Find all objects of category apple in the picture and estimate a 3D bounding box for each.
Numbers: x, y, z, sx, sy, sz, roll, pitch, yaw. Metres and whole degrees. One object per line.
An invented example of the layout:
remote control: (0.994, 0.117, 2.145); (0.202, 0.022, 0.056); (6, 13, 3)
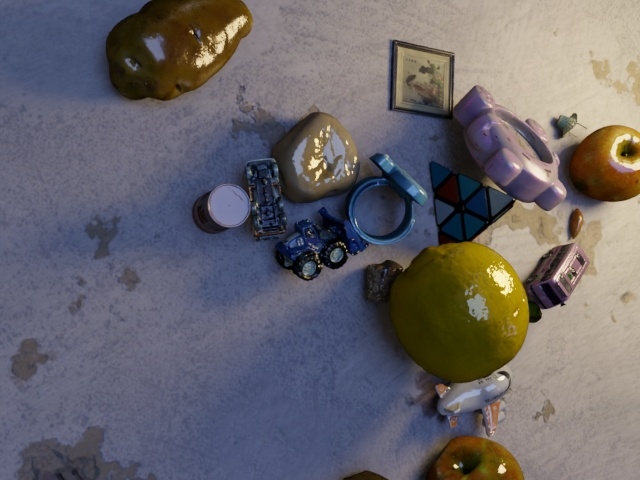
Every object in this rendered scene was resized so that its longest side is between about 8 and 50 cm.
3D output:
apple: (0.392, 0.629, 1.772); (0.246, 0.246, 0.226); (-36, 118, -22)
apple: (0.842, -0.214, 2.047); (0.237, 0.207, 0.236); (4, 69, -10)

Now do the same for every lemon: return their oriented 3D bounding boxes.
lemon: (0.331, 0.169, 1.686); (0.348, 0.348, 0.347); (2, 84, -23)

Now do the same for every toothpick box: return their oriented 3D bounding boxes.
toothpick box: (-0.225, -0.070, 1.591); (0.098, 0.149, 0.098); (2, 84, -23)

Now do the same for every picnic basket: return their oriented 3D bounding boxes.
picnic basket: (0.733, -0.335, 2.075); (0.083, 0.065, 0.083); (26, 70, 3)

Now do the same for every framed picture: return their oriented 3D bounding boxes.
framed picture: (0.278, -0.434, 1.915); (0.195, 0.010, 0.199); (6, 83, -23)

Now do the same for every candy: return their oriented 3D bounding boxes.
candy: (0.157, 0.104, 1.775); (0.095, 0.085, 0.110); (-1, 96, -34)

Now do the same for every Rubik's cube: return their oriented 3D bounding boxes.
Rubik's cube: (0.411, -0.064, 1.817); (0.284, 0.234, 0.250); (32, 74, -18)

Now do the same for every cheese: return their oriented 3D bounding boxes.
cheese: (-0.004, -0.196, 1.717); (0.218, 0.117, 0.235); (24, 80, -21)

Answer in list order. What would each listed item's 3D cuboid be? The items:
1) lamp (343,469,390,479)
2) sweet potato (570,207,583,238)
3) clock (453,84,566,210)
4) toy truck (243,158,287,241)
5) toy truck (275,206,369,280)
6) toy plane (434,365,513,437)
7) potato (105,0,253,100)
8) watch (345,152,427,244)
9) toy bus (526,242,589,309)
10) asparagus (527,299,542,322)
lamp: (0.122, 0.629, 1.654); (0.161, 0.185, 0.161); (1, 87, -24)
sweet potato: (0.750, -0.049, 2.067); (0.034, 0.034, 0.095); (12, 82, -22)
clock: (0.500, -0.236, 1.845); (0.296, 0.113, 0.322); (23, 37, -28)
toy truck: (-0.130, -0.093, 1.649); (0.080, 0.115, 0.177); (-7, 82, -8)
toy truck: (0.000, 0.000, 1.684); (0.208, 0.113, 0.126); (-22, 119, -27)
toy plane: (0.404, 0.390, 1.834); (0.245, 0.117, 0.244); (3, 83, -22)
potato: (-0.311, -0.450, 1.592); (0.195, 0.176, 0.369); (43, 64, 15)
watch: (0.149, -0.094, 1.754); (0.211, 0.211, 0.193); (40, 94, -15)
toy bus: (0.661, 0.098, 1.959); (0.096, 0.108, 0.199); (52, 53, -10)
asparagus: (0.475, 0.184, 1.916); (0.278, 0.060, 0.067); (10, 101, -22)
